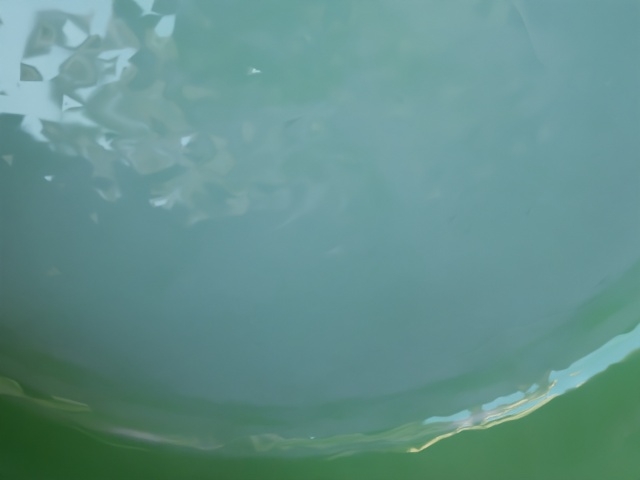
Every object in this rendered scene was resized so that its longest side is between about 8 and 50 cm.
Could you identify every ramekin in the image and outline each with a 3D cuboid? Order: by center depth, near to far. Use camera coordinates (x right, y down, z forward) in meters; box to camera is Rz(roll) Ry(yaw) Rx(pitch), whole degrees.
[{"bbox_3d":[0.000,0.000,0.282,0.303,0.148,0.303,-2,129,-3],"label":"ramekin"}]
